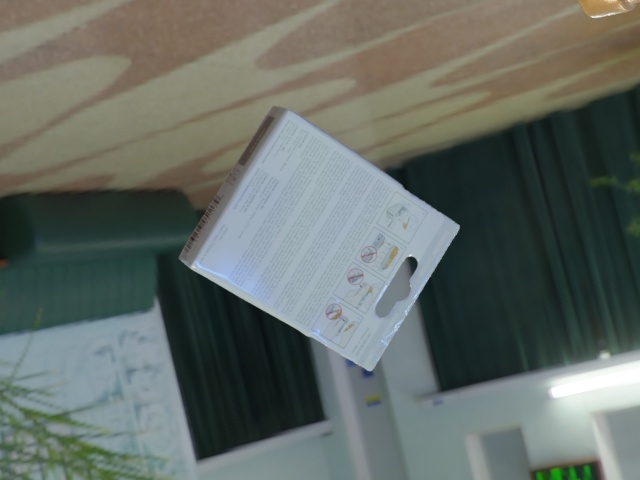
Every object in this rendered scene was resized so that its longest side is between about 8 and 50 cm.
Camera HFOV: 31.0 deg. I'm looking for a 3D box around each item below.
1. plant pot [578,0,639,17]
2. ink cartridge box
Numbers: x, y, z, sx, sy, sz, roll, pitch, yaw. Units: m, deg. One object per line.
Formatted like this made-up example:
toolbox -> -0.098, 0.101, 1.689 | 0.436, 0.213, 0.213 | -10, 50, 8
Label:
plant pot -> 0.497, -0.491, 1.731 | 0.203, 0.291, 0.291 | -2, -179, 28
ink cartridge box -> 0.000, 0.000, 1.196 | 0.232, 0.189, 0.066 | 32, 179, -25
